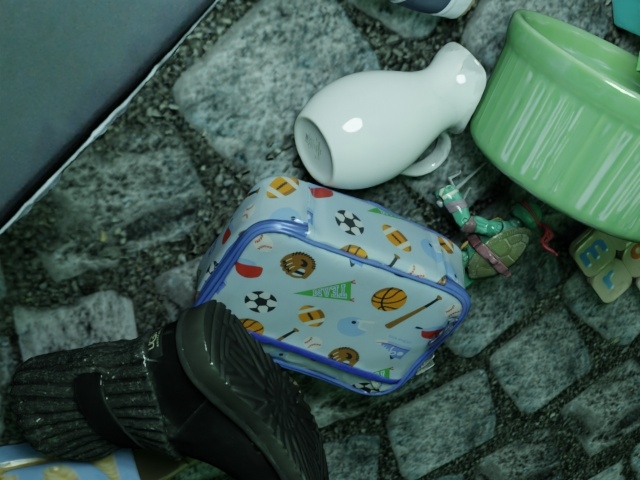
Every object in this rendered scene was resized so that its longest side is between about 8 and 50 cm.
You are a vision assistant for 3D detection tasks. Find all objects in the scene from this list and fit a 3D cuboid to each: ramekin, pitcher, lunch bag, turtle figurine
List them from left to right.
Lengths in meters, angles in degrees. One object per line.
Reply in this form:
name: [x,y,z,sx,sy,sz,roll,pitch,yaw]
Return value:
lunch bag: [0.013,0.069,1.029,0.303,0.115,0.243,23,128,-19]
pitcher: [0.078,-0.120,1.014,0.207,0.125,0.177,-25,141,-24]
turtle figurine: [0.205,0.001,1.141,0.234,0.118,0.175,-41,127,8]
ramekin: [0.321,-0.128,1.010,0.303,0.303,0.148,12,119,-30]

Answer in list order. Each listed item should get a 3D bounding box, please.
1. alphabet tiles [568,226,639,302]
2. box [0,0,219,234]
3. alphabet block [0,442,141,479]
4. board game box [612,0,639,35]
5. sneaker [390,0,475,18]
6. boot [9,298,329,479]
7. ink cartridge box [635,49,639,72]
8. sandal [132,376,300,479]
alphabet tiles: [0.490,-0.039,1.270,0.284,0.021,0.278,-42,127,3]
box: [-0.362,-0.266,0.494,0.297,0.472,0.480,-45,127,4]
alphabet block: [-0.314,0.373,1.058,0.194,0.192,0.197,-4,120,-21]
board game box: [0.456,-0.442,1.021,0.254,0.079,0.336,-26,125,-11]
sneaker: [0.117,-0.370,0.891,0.153,0.099,0.282,0,120,-27]
boot: [-0.161,0.224,1.027,0.260,0.131,0.348,-22,121,17]
ink cartridge box: [0.454,-0.274,0.968,0.160,0.093,0.219,10,93,-31]
sandal: [-0.131,0.247,1.158,0.240,0.088,0.079,-29,158,1]
